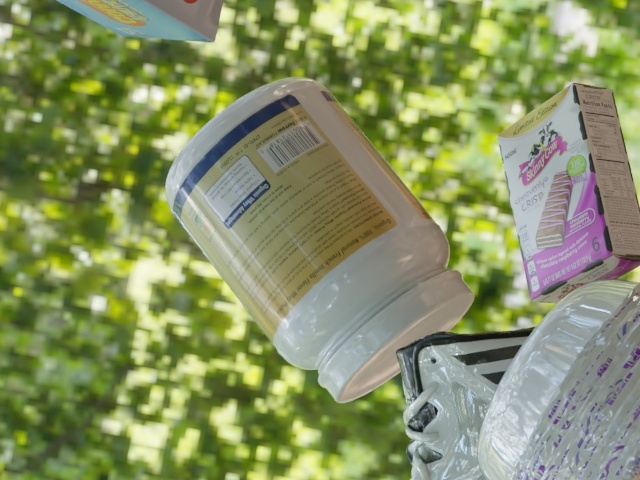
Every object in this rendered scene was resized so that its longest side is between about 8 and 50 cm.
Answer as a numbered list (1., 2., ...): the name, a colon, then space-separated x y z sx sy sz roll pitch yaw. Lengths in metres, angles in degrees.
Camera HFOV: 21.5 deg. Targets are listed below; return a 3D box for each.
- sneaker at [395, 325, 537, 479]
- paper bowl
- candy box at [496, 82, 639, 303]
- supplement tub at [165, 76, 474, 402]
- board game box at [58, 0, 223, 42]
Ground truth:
1. sneaker: 0.112 0.245 1.674 0.447 0.257 0.169 -38 -9 5
2. paper bowl: 0.239 0.146 1.398 0.284 0.148 0.284 -42 -29 -30
3. candy box: 0.312 -0.057 2.101 0.159 0.071 0.233 -36 56 49
4. supplement tub: 0.000 0.000 1.878 0.228 0.316 0.228 -35 -16 -11
5. board game box: -0.152 -0.325 1.160 0.308 0.086 0.302 25 -105 -62
